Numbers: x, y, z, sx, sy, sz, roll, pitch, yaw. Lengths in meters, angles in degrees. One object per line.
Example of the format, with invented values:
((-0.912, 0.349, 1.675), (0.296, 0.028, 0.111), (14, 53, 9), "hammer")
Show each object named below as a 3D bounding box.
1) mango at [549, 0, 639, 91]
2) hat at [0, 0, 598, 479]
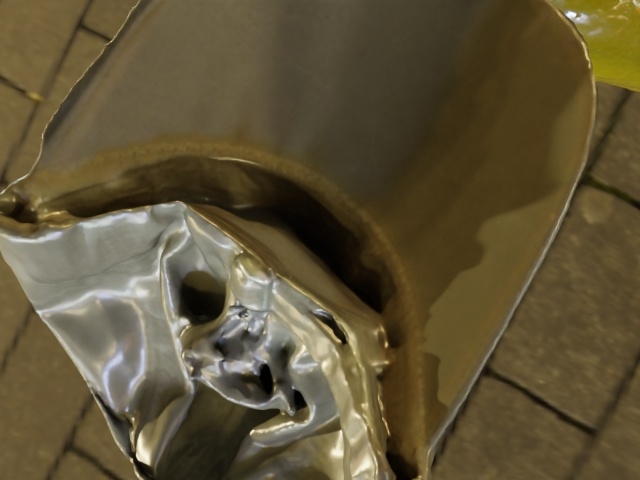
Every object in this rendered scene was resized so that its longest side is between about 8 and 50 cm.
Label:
((0.106, -0.126, 0.825), (0.137, 0.237, 0.091), (40, 119, 59), "mango")
((0.000, 0.000, 0.735), (0.214, 0.149, 0.244), (36, 75, 16), "hat")
